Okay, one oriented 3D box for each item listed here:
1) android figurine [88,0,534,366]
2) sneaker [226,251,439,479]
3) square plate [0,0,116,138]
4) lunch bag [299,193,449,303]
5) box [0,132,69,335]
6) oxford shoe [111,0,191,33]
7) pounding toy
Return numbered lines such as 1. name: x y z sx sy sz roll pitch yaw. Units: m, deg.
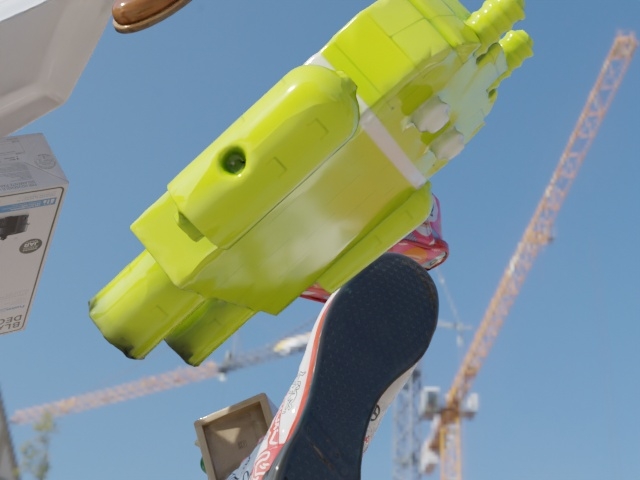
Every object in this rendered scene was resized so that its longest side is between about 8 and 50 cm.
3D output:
1. android figurine: 0.005 -0.033 0.589 0.273 0.056 0.248 -40 -16 4
2. sneaker: 0.001 0.136 0.867 0.090 0.270 0.145 32 -37 -8
3. square plate: -0.405 -0.188 1.277 0.049 0.344 0.347 52 -35 3
4. lunch bag: 0.000 0.000 1.456 0.258 0.120 0.293 -27 -28 37
5. box: -0.424 0.009 1.318 0.169 0.087 0.290 -12 -34 -38
6. oxford shoe: -0.139 -0.292 1.072 0.076 0.212 0.076 27 -20 43
7. pounding toy: -0.115 0.295 1.514 0.141 0.130 0.100 -23 -34 4
